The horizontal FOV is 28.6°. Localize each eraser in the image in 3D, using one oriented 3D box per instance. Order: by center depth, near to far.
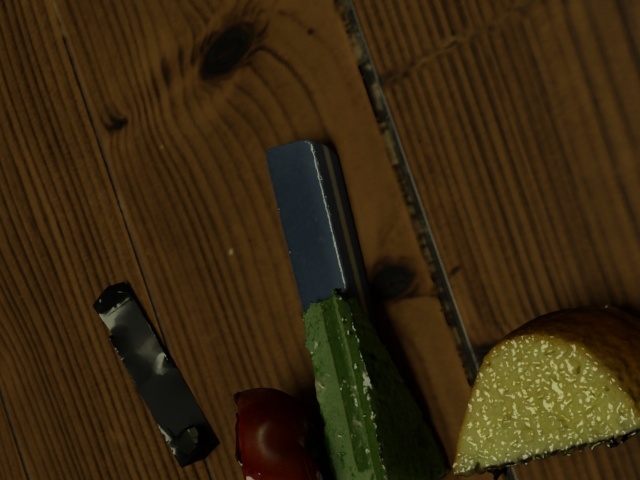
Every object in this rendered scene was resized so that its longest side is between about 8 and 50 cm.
[{"bbox_3d":[0.000,0.000,1.380,0.082,0.036,0.225,-11,94,47],"label":"eraser"}]

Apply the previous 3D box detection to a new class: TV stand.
[{"bbox_3d":[-0.220,0.174,1.655,0.256,0.040,0.049,58,135,16],"label":"TV stand"}]

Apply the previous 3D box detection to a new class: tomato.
[{"bbox_3d":[-0.024,0.267,1.394,0.101,0.228,0.228,-16,90,7],"label":"tomato"}]

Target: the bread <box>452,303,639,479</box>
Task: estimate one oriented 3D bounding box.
[{"bbox_3d":[0.220,0.128,1.128,0.260,0.129,0.134,-29,73,45],"label":"bread"}]

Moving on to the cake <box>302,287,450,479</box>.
[{"bbox_3d":[0.054,0.171,1.355,0.100,0.099,0.235,-27,72,48],"label":"cake"}]
